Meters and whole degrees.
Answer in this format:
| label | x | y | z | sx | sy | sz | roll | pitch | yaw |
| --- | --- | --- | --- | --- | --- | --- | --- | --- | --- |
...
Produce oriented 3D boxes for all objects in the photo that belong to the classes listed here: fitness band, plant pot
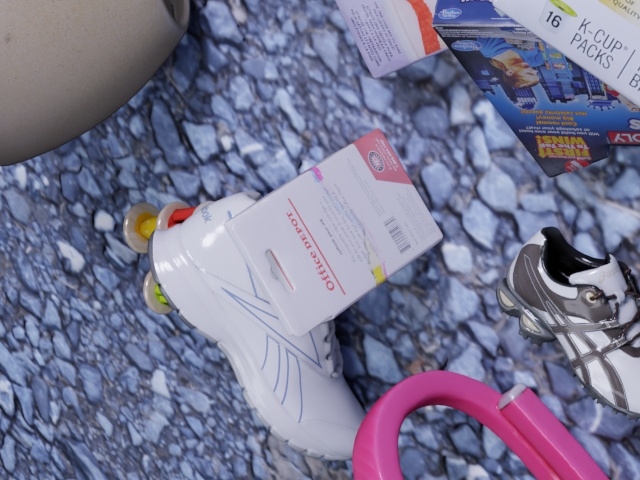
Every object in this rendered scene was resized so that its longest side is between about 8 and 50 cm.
| label | x | y | z | sx | sy | sz | roll | pitch | yaw |
| --- | --- | --- | --- | --- | --- | --- | --- | --- | --- |
| fitness band | 0.154 | 0.234 | 1.398 | 0.291 | 0.209 | 0.054 | 49 | 137 | 8 |
| plant pot | -0.225 | -0.225 | 1.465 | 0.191 | 0.284 | 0.284 | -13 | 108 | 10 |

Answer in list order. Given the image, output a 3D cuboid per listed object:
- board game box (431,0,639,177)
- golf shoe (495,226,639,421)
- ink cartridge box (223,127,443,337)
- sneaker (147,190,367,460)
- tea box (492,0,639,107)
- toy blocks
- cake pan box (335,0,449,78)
| label | x | y | z | sx | sy | sz | roll | pitch | yaw |
| --- | --- | --- | --- | --- | --- | --- | --- | --- | --- |
| board game box | 0.200 | -0.118 | 1.206 | 0.194 | 0.060 | 0.194 | 4 | 151 | 22 |
| golf shoe | 0.229 | 0.068 | 1.323 | 0.198 | 0.077 | 0.094 | 36 | 135 | 20 |
| ink cartridge box | 0.000 | 0.000 | 1.407 | 0.067 | 0.198 | 0.115 | -27 | 95 | 49 |
| sneaker | -0.033 | 0.085 | 1.559 | 0.129 | 0.111 | 0.297 | -34 | 109 | 11 |
| tea box | 0.329 | -0.192 | 0.896 | 0.329 | 0.220 | 0.323 | 37 | 128 | 10 |
| toy blocks | -0.118 | 0.020 | 1.643 | 0.148 | 0.054 | 0.123 | 1 | 115 | 43 |
| cake pan box | 0.081 | -0.280 | 1.253 | 0.245 | 0.070 | 0.267 | -16 | 103 | 45 |
